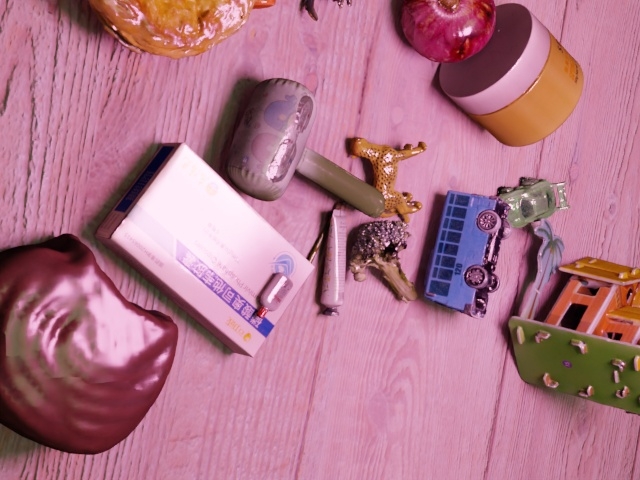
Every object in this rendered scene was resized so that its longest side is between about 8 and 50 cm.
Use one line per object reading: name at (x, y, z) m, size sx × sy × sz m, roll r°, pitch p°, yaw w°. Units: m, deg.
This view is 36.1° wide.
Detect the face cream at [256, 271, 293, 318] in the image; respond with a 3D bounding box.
face cream at (-0.080, 0.095, 1.662) m, size 0.040 × 0.021 × 0.083 m, roll 46°, pitch 69°, yaw -30°

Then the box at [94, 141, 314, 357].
box at (-0.183, 0.020, 1.636) m, size 0.343 × 0.065 × 0.200 m, roll 45°, pitch 70°, yaw -30°

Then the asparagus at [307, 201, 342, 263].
asparagus at (0.000, 0.000, 1.794) m, size 0.166 × 0.016 × 0.013 m, roll -64°, pitch 160°, yaw -14°

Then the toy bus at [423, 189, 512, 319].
toy bus at (0.285, 0.028, 1.922) m, size 0.116 × 0.133 × 0.234 m, roll 22°, pitch 82°, yaw -65°

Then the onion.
onion at (0.239, -0.418, 1.833) m, size 0.153 × 0.177 × 0.177 m, roll -25°, pitch 114°, yaw -72°

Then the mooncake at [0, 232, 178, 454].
mooncake at (-0.367, 0.155, 1.461) m, size 0.333 × 0.174 × 0.326 m, roll -18°, pitch 102°, yaw -31°

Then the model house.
model house at (0.590, 0.117, 2.042) m, size 0.323 × 0.300 × 0.340 m, roll -49°, pitch 136°, yaw -35°

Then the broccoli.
broccoli at (0.131, 0.047, 1.850) m, size 0.204 × 0.118 × 0.122 m, roll 60°, pitch 31°, yaw -41°

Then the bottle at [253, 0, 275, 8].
bottle at (-0.115, -0.482, 1.633) m, size 0.069 × 0.069 × 0.187 m, roll -11°, pitch 100°, yaw -34°

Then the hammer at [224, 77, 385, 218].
hammer at (-0.007, -0.128, 1.719) m, size 0.335 × 0.119 × 0.206 m, roll 30°, pitch 78°, yaw -36°

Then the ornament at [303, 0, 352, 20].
ornament at (0.014, -0.509, 1.703) m, size 0.202 × 0.080 × 0.236 m, roll 33°, pitch 90°, yaw 0°

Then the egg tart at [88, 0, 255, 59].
egg tart at (-0.239, -0.442, 1.513) m, size 0.341 × 0.129 × 0.341 m, roll -6°, pitch 100°, yaw -35°

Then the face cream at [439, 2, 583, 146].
face cream at (0.369, -0.316, 1.894) m, size 0.179 × 0.218 × 0.218 m, roll 35°, pitch 75°, yaw -33°

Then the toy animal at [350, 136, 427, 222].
toy animal at (0.122, -0.109, 1.844) m, size 0.136 × 0.073 × 0.181 m, roll -9°, pitch 112°, yaw -26°

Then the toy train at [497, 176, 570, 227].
toy train at (0.441, -0.078, 2.053) m, size 0.149 × 0.081 × 0.099 m, roll -20°, pitch 107°, yaw -32°

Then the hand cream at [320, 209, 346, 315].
hand cream at (0.026, 0.041, 1.800) m, size 0.067 × 0.042 × 0.195 m, roll 3°, pitch 91°, yaw -63°
